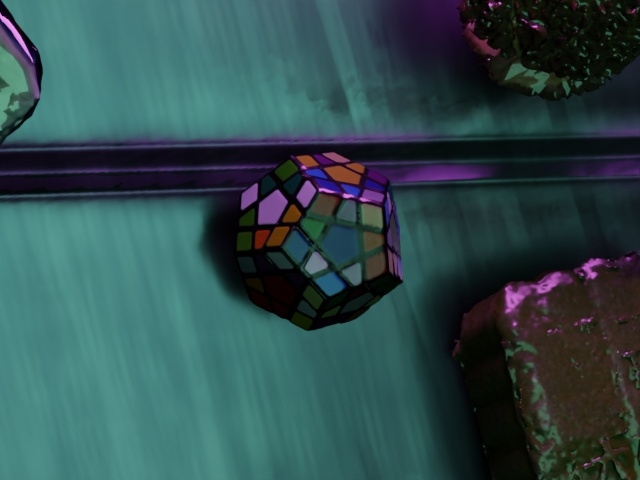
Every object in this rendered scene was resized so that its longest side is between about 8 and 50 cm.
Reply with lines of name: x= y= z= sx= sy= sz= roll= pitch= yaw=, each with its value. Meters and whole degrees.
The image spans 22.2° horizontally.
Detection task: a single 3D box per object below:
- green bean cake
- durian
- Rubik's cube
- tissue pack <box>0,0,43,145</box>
green bean cake: x=0.221 y=0.122 z=1.239 sx=0.200 sy=0.113 sz=0.214 roll=-11 pitch=81 yaw=-19
durian: x=0.178 y=-0.202 z=1.193 sx=0.167 sy=0.196 sz=0.196 roll=15 pitch=87 yaw=-14
Rubik's cube: x=0.000 y=0.000 z=1.186 sx=0.133 sy=0.112 sz=0.133 roll=0 pitch=90 yaw=-16
tissue pack: x=-0.337 y=-0.100 z=0.927 sx=0.253 sy=0.416 sz=0.264 roll=-43 pitch=102 yaw=-11
